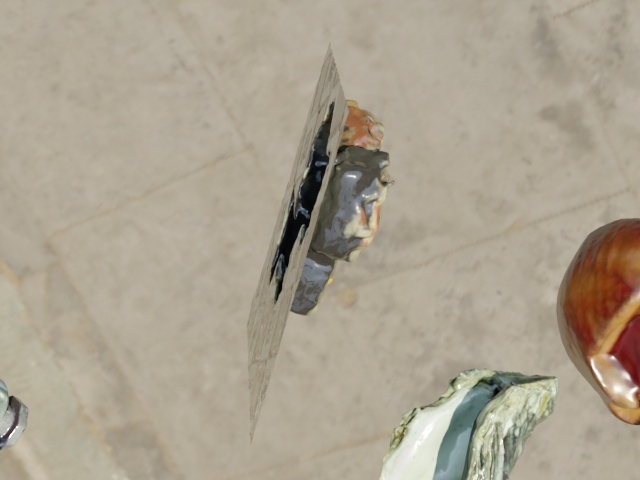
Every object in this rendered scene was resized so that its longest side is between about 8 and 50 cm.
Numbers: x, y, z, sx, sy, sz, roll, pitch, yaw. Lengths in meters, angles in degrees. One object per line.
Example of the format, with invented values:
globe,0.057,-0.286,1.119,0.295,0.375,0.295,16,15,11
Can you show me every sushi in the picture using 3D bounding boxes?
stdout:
sushi,0.000,0.000,1.140,0.059,0.294,0.292,15,107,-8

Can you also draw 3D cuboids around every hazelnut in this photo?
hazelnut,0.309,0.072,1.232,0.170,0.160,0.202,-36,119,1

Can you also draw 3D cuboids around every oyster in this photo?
oyster,0.079,0.215,1.028,0.087,0.252,0.199,38,130,-15

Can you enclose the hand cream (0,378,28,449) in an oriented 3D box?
hand cream,-0.322,0.086,0.953,0.091,0.058,0.271,-32,137,19
